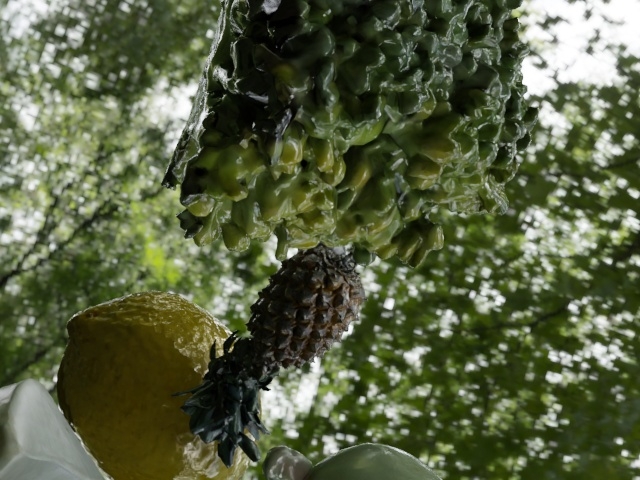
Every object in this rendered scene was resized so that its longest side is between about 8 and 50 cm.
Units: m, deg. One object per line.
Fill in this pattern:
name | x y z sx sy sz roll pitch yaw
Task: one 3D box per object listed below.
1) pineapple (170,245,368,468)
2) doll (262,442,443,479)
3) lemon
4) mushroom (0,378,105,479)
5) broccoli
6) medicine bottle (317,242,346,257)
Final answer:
pineapple | -0.034 0.094 0.916 0.103 0.083 0.221 41 -81 13
doll | 0.074 0.247 0.818 0.113 0.275 0.155 109 2 -65
lemon | -0.166 0.166 1.109 0.204 0.260 0.204 -33 -159 14
mushroom | -0.342 0.221 0.702 0.397 0.177 0.126 -27 -117 1
broccoli | 0.023 -0.085 0.587 0.273 0.180 0.242 121 -16 -55
medicine bottle | 0.000 0.000 1.316 0.057 0.057 0.199 -53 -156 20
